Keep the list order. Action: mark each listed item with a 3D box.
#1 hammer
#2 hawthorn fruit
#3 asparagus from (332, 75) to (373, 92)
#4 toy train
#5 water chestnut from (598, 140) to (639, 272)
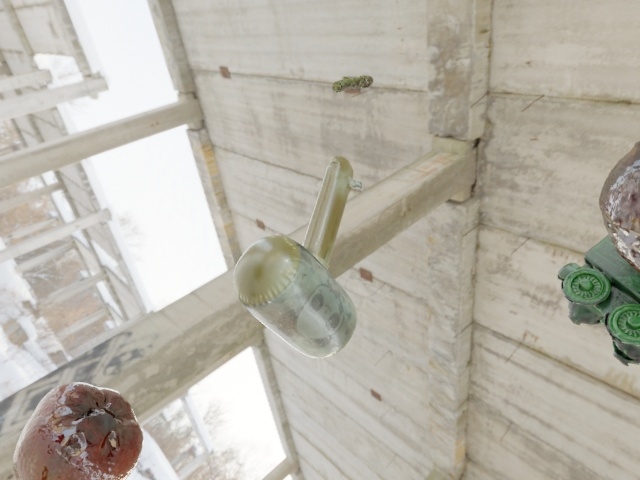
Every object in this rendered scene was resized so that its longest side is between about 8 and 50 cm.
[{"bbox_3d":[0.000,0.000,0.652,0.113,0.305,0.202,-1,-35,32],"label":"hammer"},{"bbox_3d":[-0.588,0.500,1.086,0.311,0.295,0.295,-37,-95,42],"label":"hawthorn fruit"},{"bbox_3d":[0.091,-0.409,1.162,0.030,0.165,0.036,17,-60,37],"label":"asparagus"},{"bbox_3d":[0.624,0.118,0.900,0.145,0.202,0.266,46,6,-43],"label":"toy train"},{"bbox_3d":[0.609,-0.078,0.659,0.350,0.350,0.302,23,-63,43],"label":"water chestnut"}]
